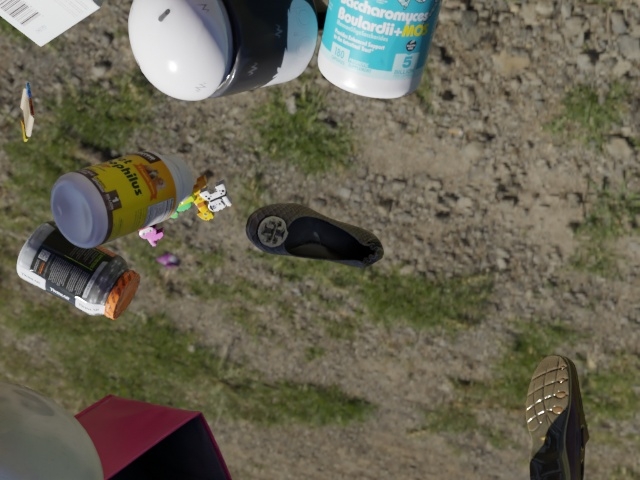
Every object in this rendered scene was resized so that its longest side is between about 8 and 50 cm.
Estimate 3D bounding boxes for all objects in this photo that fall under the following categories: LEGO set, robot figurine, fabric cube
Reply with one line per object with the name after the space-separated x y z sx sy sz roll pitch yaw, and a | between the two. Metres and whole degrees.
-0.275 -0.062 1.797 0.227 0.087 0.093 -22 123 15 | LEGO set
-0.118 -0.284 1.135 0.174 0.278 0.209 20 121 42 | robot figurine
-0.281 0.395 1.196 0.258 0.254 0.259 -4 113 48 | fabric cube

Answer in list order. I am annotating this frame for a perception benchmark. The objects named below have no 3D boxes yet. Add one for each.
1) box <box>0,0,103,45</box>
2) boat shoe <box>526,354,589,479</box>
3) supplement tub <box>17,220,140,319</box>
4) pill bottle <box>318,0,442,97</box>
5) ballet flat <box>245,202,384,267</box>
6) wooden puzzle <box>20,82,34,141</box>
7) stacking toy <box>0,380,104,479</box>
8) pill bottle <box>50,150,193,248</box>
-0.498 -0.472 1.523 0.182 0.119 0.181 -20 139 34 | box
0.294 0.229 1.053 0.060 0.177 0.064 5 174 -36 | boat shoe
-0.421 0.056 1.508 0.190 0.117 0.117 28 140 5 | supplement tub
0.087 -0.329 1.106 0.146 0.146 0.264 14 124 4 | pill bottle
0.000 0.000 1.326 0.250 0.058 0.084 15 103 -35 | ballet flat
-0.567 -0.248 1.668 0.014 0.078 0.116 -7 161 -29 | wooden puzzle
-0.301 0.075 0.370 0.480 0.350 0.351 26 142 -36 | stacking toy
-0.301 -0.072 1.336 0.117 0.215 0.117 14 115 32 | pill bottle
